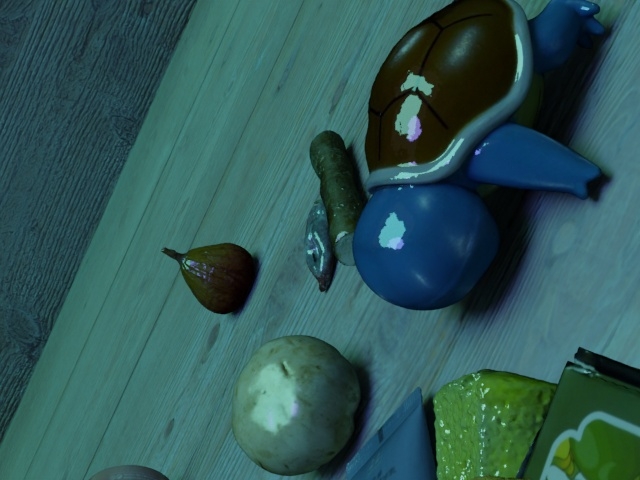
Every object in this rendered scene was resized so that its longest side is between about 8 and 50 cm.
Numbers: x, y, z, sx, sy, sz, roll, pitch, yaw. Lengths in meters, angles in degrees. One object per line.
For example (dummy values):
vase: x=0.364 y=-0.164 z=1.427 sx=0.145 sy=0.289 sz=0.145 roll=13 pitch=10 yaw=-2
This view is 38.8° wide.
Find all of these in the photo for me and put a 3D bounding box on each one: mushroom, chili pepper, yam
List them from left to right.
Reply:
mushroom: x=-0.027 y=0.195 z=1.080 sx=0.166 sy=0.127 sz=0.166 roll=-15 pitch=66 yaw=37
chili pepper: x=-0.001 y=0.000 z=1.286 sx=0.050 sy=0.041 sz=0.153 roll=118 pitch=161 yaw=-54
yam: x=0.026 y=-0.065 z=1.263 sx=0.061 sy=0.061 sz=0.253 roll=-54 pitch=28 yaw=29

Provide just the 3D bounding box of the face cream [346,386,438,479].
face cream: x=0.080 y=0.304 z=0.812 sx=0.136 sy=0.086 sz=0.385 roll=-53 pitch=23 yaw=25

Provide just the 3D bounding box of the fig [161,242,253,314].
fig: x=-0.174 y=0.046 z=1.504 sx=0.119 sy=0.153 sz=0.119 roll=-19 pitch=46 yaw=21

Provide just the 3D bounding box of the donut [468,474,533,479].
donut: x=0.112 y=0.184 z=0.566 sx=0.067 sy=0.037 sz=0.083 roll=-21 pitch=47 yaw=58

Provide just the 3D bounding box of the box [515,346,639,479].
box: x=0.210 y=0.302 z=0.464 sx=0.373 sy=0.138 sz=0.421 roll=19 pitch=87 yaw=66

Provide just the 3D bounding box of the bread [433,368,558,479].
bread: x=0.153 y=0.167 z=0.735 sx=0.129 sy=0.111 sz=0.114 roll=124 pitch=156 yaw=-70

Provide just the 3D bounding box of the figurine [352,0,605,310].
figurine: x=0.149 y=-0.139 z=0.926 sx=0.298 sy=0.242 sz=0.417 roll=-1 pitch=89 yaw=55

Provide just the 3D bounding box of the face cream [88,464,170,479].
face cream: x=-0.300 y=0.435 z=1.410 sx=0.149 sy=0.149 sz=0.104 roll=-54 pitch=26 yaw=29
